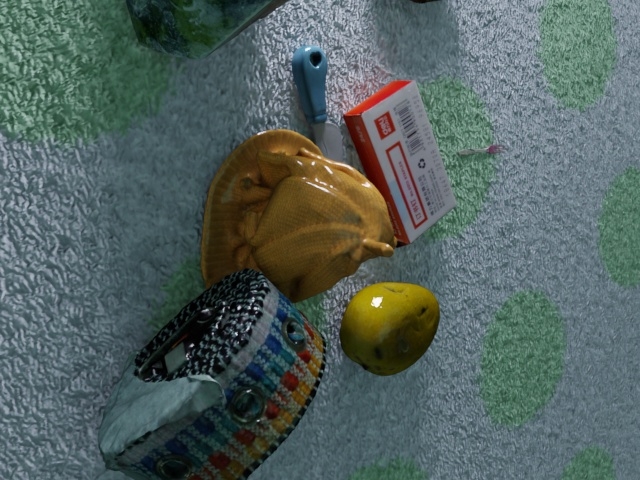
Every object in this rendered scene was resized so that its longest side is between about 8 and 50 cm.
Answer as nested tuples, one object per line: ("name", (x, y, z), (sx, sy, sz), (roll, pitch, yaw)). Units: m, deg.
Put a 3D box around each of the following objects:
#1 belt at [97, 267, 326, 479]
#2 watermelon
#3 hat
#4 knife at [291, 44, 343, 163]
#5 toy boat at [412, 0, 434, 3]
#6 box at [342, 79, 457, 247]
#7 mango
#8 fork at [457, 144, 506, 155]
("belt", (-0.119, 0.163, 0.715), (0.257, 0.207, 0.150), (-46, 113, -9))
("watermelon", (-0.064, -0.353, 0.710), (0.213, 0.289, 0.320), (3, 89, -73))
("hat", (0.000, 0.000, 0.769), (0.244, 0.233, 0.234), (-43, 121, -23))
("knife", (0.006, -0.147, 0.899), (0.058, 0.032, 0.244), (-29, 116, -37))
("toy boat", (0.153, -0.396, 0.963), (0.200, 0.057, 0.077), (-5, 103, -37))
("box", (0.126, -0.113, 0.977), (0.123, 0.050, 0.230), (-37, 116, -26))
("mango", (0.113, 0.123, 0.965), (0.195, 0.098, 0.138), (-23, 105, -38))
("fork", (0.276, -0.155, 1.113), (0.115, 0.012, 0.016), (-11, 97, -31))
